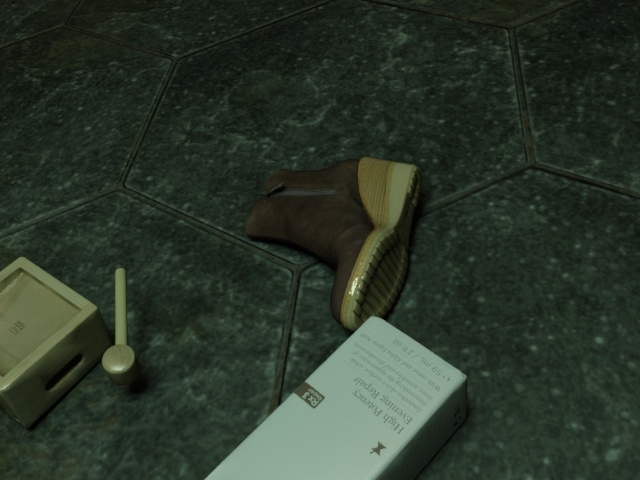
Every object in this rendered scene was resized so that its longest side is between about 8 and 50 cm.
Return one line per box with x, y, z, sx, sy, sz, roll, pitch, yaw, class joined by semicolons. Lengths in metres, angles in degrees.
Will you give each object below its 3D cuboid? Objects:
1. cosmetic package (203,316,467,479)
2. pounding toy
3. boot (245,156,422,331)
0.018;0.189;0.609;0.117;0.085;0.231;30;59;34;cosmetic package
-0.278;0.113;0.747;0.206;0.094;0.181;28;54;22;pounding toy
0.000;0.000;0.808;0.207;0.090;0.248;-1;48;29;boot
